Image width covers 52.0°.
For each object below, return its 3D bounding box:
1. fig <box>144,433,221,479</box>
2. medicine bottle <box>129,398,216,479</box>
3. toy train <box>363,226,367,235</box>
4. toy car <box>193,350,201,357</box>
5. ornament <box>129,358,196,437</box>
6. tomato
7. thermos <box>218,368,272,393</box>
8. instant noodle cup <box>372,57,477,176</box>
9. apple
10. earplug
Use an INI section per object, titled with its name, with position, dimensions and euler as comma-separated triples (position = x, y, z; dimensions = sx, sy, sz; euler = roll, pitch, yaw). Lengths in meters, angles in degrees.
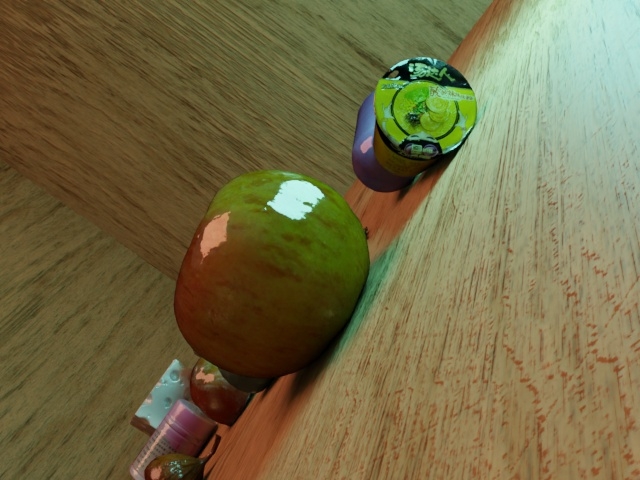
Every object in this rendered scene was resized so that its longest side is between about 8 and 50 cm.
[fig]
position = -0.313, 0.539, 1.542
dimensions = 0.201, 0.134, 0.146
euler = -34, 23, -26
[medicine bottle]
position = -0.447, 0.629, 2.004
dimensions = 0.254, 0.152, 0.152
euler = -55, 4, -10
[toy train]
position = 0.088, -0.001, 1.712
dimensions = 0.081, 0.050, 0.122
euler = -63, 2, 13
[toy car]
position = -0.276, 0.286, 2.254
dimensions = 0.336, 0.242, 0.226
euler = -56, 1, -11
[ornament]
position = -0.519, 0.615, 2.392
dimensions = 0.240, 0.239, 0.239
euler = -56, 3, -29
[tomato]
position = -0.275, 0.381, 1.778
dimensions = 0.181, 0.155, 0.214
euler = -64, 16, 5
[thermos]
position = -0.112, 0.228, 1.522
dimensions = 0.287, 0.144, 0.182
euler = -52, 36, 27
[instant noodle cup]
position = 0.202, -0.241, 1.405
dimensions = 0.216, 0.215, 0.236
euler = -55, -5, -13
[apple]
position = -0.083, 0.067, 1.244
dimensions = 0.400, 0.333, 0.401
euler = 17, -90, -90
[earplug]
position = 0.181, -0.263, 1.739
dimensions = 0.215, 0.215, 0.456
euler = -53, 7, 25
